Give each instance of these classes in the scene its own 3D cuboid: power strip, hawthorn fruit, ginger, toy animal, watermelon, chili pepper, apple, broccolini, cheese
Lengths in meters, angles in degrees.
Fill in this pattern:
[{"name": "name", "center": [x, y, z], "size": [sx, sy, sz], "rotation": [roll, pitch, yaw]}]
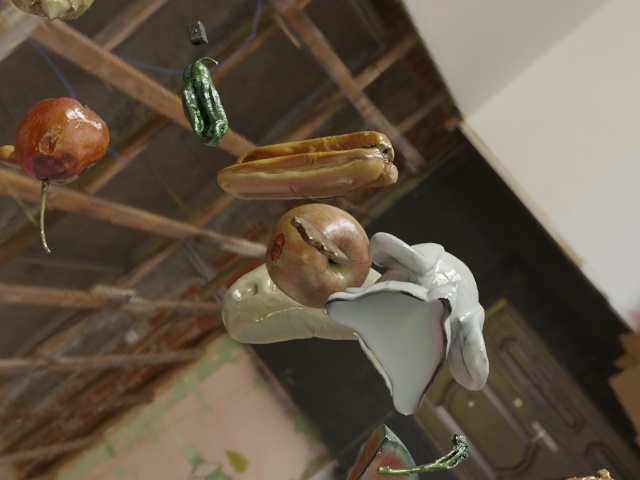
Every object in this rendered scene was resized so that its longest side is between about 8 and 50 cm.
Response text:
[{"name": "power strip", "center": [-0.233, -0.390, 1.944], "size": [0.029, 0.038, 0.111], "rotation": [-15, 7, 0]}, {"name": "hawthorn fruit", "center": [-0.492, -0.121, 1.878], "size": [0.165, 0.165, 0.285], "rotation": [61, -136, -77]}, {"name": "ginger", "center": [-0.420, -0.444, 1.611], "size": [0.138, 0.267, 0.152], "rotation": [10, -21, -26]}, {"name": "toy animal", "center": [0.141, 0.096, 1.517], "size": [0.174, 0.249, 0.289], "rotation": [-32, 24, 20]}, {"name": "watermelon", "center": [0.108, 0.426, 1.797], "size": [0.207, 0.136, 0.202], "rotation": [94, -162, -54]}, {"name": "chili pepper", "center": [-0.259, -0.305, 2.278], "size": [0.100, 0.257, 0.074], "rotation": [-31, -32, 17]}, {"name": "apple", "center": [-0.006, 0.031, 2.063], "size": [0.211, 0.211, 0.188], "rotation": [-32, 23, -27]}, {"name": "broccolini", "center": [0.180, 0.366, 1.711], "size": [0.194, 0.052, 0.054], "rotation": [-6, -71, -37]}, {"name": "cheese", "center": [-0.038, 0.148, 2.301], "size": [0.328, 0.351, 0.129], "rotation": [-27, -55, -24]}]

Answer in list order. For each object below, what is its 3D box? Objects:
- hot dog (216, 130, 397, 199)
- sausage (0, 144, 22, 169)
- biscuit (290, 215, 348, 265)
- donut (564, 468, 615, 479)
[{"name": "hot dog", "center": [-0.019, -0.084, 1.281], "size": [0.249, 0.068, 0.100], "rotation": [-4, 25, 35]}, {"name": "sausage", "center": [-0.640, -0.182, 2.270], "size": [0.062, 0.183, 0.054], "rotation": [-59, -34, -53]}, {"name": "biscuit", "center": [0.000, 0.000, 1.838], "size": [0.019, 0.130, 0.119], "rotation": [-48, 20, 10]}, {"name": "donut", "center": [0.354, 0.442, 1.565], "size": [0.253, 0.118, 0.253], "rotation": [-10, -33, -7]}]
